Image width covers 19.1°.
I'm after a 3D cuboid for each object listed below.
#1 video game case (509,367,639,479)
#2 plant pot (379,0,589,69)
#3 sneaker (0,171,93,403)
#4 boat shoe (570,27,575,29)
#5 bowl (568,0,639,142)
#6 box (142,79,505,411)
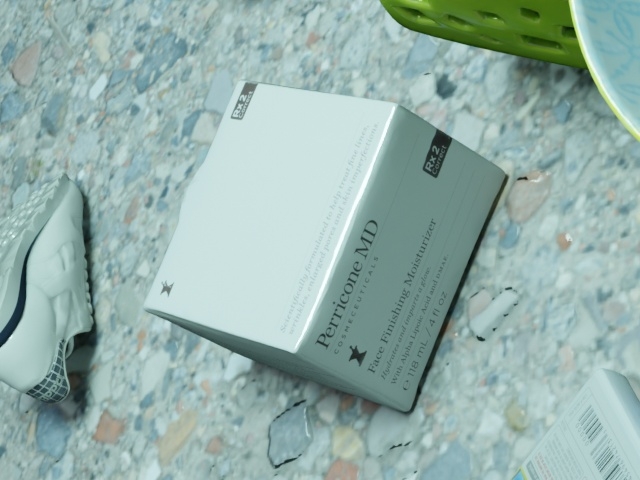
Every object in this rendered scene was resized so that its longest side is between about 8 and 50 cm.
[{"bbox_3d":[0.144,0.217,1.051,0.206,0.026,0.227,-56,33,24],"label":"video game case"},{"bbox_3d":[0.141,-0.232,1.138,0.227,0.207,0.228,13,91,22],"label":"plant pot"},{"bbox_3d":[-0.230,0.037,1.569,0.090,0.095,0.235,-39,24,32],"label":"sneaker"},{"bbox_3d":[0.174,-0.189,1.293,0.049,0.042,0.133,6,74,47],"label":"boat shoe"},{"bbox_3d":[0.284,-0.141,0.956,0.289,0.156,0.289,-9,74,31],"label":"bowl"},{"bbox_3d":[0.000,0.000,1.306,0.182,0.119,0.181,14,79,50],"label":"box"}]
